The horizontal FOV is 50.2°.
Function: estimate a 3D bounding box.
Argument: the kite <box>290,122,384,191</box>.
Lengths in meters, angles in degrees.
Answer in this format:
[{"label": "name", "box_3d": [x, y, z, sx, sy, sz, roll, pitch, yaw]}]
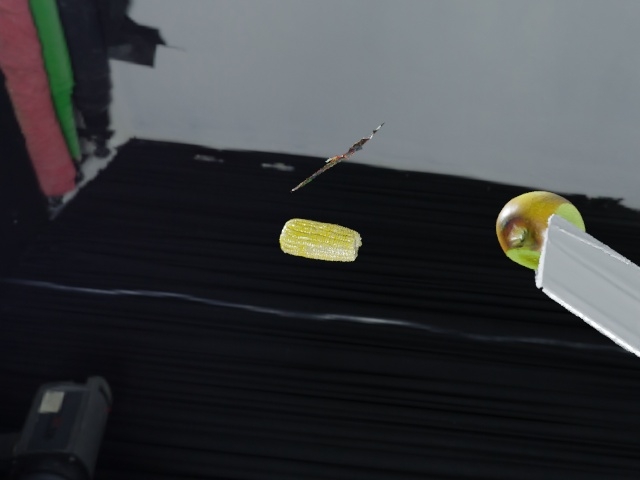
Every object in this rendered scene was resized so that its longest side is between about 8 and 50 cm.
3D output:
[{"label": "kite", "box_3d": [0.041, -0.161, 1.341, 0.014, 0.241, 0.183, 57, -158, 0]}]

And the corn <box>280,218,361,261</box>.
[{"label": "corn", "box_3d": [0.000, 0.000, 1.398, 0.085, 0.165, 0.063, -57, -31, -51]}]

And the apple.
[{"label": "apple", "box_3d": [0.425, -0.014, 1.337, 0.146, 0.147, 0.163, -18, 73, 47]}]

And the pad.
[{"label": "pad", "box_3d": [0.226, 0.065, 0.388, 0.004, 0.232, 0.156, -60, -10, 25]}]
